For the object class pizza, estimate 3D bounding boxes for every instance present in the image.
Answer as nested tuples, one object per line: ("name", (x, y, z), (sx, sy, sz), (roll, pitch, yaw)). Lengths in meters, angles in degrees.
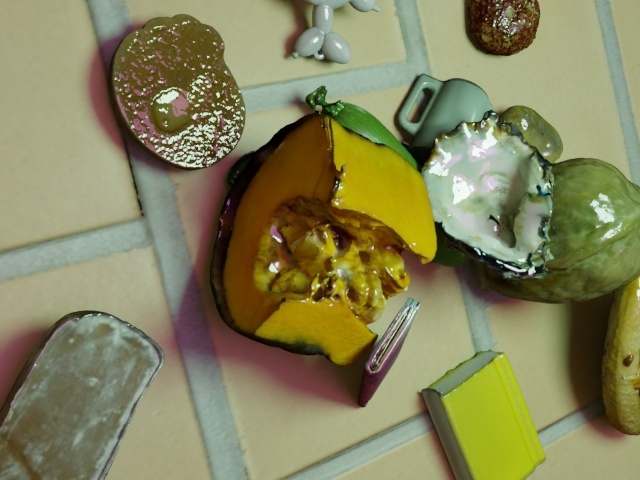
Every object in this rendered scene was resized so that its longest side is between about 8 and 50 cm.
("pizza", (0.578, 0.179, 1.309), (0.278, 0.114, 0.409), (-34, 128, -49))

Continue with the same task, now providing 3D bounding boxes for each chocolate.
("chocolate", (-0.314, 0.205, 0.870), (0.157, 0.080, 0.254), (39, 70, -37))

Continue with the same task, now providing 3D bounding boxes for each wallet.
("wallet", (0.093, 0.169, 1.032), (0.025, 0.232, 0.119), (30, 69, 12))

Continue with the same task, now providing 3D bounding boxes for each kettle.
("kettle", (0.202, -0.187, 1.187), (0.148, 0.127, 0.098), (-65, 147, -19))

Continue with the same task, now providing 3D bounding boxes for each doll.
("doll", (0.015, -0.344, 1.076), (0.161, 0.059, 0.160), (-28, 121, -14))

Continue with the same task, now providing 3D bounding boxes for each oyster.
("oyster", (0.261, -0.060, 1.061), (0.198, 0.092, 0.260), (-34, 68, -2))

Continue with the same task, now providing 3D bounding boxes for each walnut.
("walnut", (0.397, -0.013, 1.180), (0.283, 0.283, 0.227), (-35, 102, -26))

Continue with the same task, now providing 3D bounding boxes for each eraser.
("eraser", (0.276, 0.311, 1.200), (0.158, 0.069, 0.226), (-27, 101, -29))

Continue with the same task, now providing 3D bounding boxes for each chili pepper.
("chili pepper", (-0.086, -0.105, 1.045), (0.118, 0.035, 0.055), (-6, 103, -39))

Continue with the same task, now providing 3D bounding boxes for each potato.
("potato", (0.372, -0.185, 1.284), (0.138, 0.070, 0.091), (38, 65, -24))

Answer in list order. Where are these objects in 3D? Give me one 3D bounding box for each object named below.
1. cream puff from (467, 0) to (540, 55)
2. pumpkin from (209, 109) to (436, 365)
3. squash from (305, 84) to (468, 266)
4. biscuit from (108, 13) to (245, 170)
("cream puff", (0.329, -0.400, 1.266), (0.149, 0.084, 0.149), (3, 84, -31))
("pumpkin", (0.000, 0.000, 0.960), (0.225, 0.256, 0.303), (28, 105, -34))
("squash", (0.114, -0.091, 1.118), (0.379, 0.101, 0.101), (47, 67, -19))
("biscuit", (-0.195, -0.196, 0.977), (0.181, 0.049, 0.208), (-27, 100, -28))
